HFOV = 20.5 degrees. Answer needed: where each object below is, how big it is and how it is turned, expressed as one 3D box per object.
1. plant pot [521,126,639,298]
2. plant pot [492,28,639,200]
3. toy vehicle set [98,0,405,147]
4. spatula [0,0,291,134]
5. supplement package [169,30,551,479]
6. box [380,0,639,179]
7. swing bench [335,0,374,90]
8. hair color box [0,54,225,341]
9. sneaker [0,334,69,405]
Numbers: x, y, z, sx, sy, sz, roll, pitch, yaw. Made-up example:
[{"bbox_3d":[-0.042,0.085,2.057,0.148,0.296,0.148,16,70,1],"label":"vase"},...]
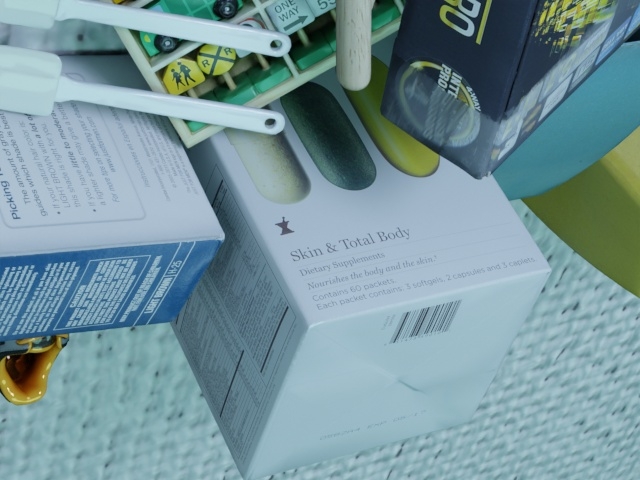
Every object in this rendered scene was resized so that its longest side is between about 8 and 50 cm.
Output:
[{"bbox_3d":[0.299,-0.078,1.528,0.212,0.187,0.212,-23,150,-11],"label":"plant pot"},{"bbox_3d":[0.155,-0.135,1.353,0.165,0.165,0.234,-11,149,-28],"label":"plant pot"},{"bbox_3d":[-0.014,-0.195,1.174,0.267,0.035,0.166,-30,124,2],"label":"toy vehicle set"},{"bbox_3d":[-0.121,-0.145,1.135,0.242,0.019,0.168,8,119,-18],"label":"spatula"},{"bbox_3d":[0.000,0.000,1.320,0.199,0.262,0.198,-12,145,-26],"label":"supplement package"},{"bbox_3d":[0.204,-0.264,1.103,0.395,0.097,0.318,-43,160,-35],"label":"box"},{"bbox_3d":[-0.089,-0.225,0.902,0.253,0.165,0.254,8,148,12],"label":"swing bench"},{"bbox_3d":[-0.256,-0.026,1.159,0.347,0.174,0.105,-4,144,-35],"label":"hair color box"},{"bbox_3d":[-0.223,0.045,1.384,0.084,0.083,0.215,-11,144,-26],"label":"sneaker"}]
